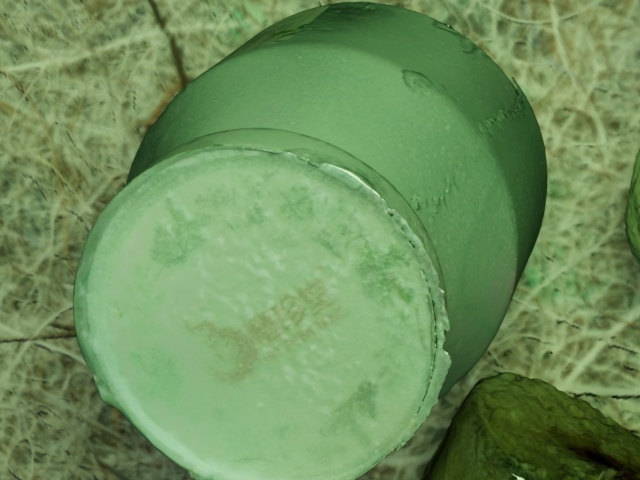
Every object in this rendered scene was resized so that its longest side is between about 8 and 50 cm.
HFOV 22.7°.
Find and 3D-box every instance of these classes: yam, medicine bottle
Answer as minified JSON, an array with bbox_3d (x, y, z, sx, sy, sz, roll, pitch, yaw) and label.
[{"bbox_3d":[0.122,0.241,1.031,0.195,0.195,0.300,28,112,4],"label":"yam"},{"bbox_3d":[0.000,0.000,0.935,0.245,0.290,0.245,4,108,12],"label":"medicine bottle"}]

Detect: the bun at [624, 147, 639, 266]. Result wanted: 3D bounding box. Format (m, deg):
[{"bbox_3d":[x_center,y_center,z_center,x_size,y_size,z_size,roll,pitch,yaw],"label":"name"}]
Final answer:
[{"bbox_3d":[0.283,-0.040,0.938,0.212,0.204,0.126,-1,81,-21],"label":"bun"}]
